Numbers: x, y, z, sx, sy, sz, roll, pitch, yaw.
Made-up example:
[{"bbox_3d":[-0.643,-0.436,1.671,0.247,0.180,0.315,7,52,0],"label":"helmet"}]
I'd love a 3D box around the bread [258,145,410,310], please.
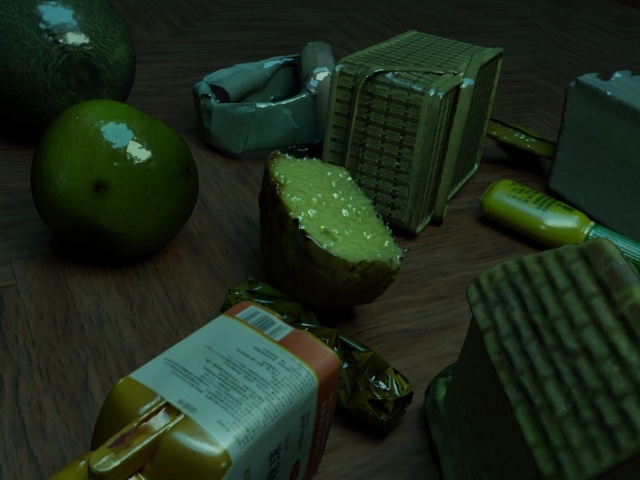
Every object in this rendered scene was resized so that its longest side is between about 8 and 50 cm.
[{"bbox_3d":[-0.004,0.004,0.780,0.129,0.134,0.260,9,31,-21],"label":"bread"}]

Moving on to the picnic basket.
[{"bbox_3d":[0.147,-0.169,1.005,0.175,0.227,0.313,20,33,22],"label":"picnic basket"}]

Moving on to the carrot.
[{"bbox_3d":[-0.009,0.108,0.677,0.229,0.068,0.069,30,38,32],"label":"carrot"}]

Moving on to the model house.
[{"bbox_3d":[0.255,0.113,0.527,0.322,0.266,0.261,-3,41,-9],"label":"model house"}]

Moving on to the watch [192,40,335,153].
[{"bbox_3d":[-0.092,-0.234,1.142,0.241,0.161,0.253,-5,30,1],"label":"watch"}]

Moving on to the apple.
[{"bbox_3d":[-0.244,-0.069,0.789,0.197,0.196,0.156,14,68,7],"label":"apple"}]

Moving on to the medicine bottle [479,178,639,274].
[{"bbox_3d":[0.358,-0.014,0.961,0.261,0.064,0.095,29,32,30],"label":"medicine bottle"}]

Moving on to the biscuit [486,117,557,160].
[{"bbox_3d":[0.344,-0.191,1.209,0.174,0.038,0.183,20,16,2],"label":"biscuit"}]

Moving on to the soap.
[{"bbox_3d":[0.613,-0.083,0.998,0.351,0.212,0.435,-8,36,-28],"label":"soap"}]

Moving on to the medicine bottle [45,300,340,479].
[{"bbox_3d":[-0.092,0.160,0.491,0.112,0.149,0.222,27,37,26],"label":"medicine bottle"}]

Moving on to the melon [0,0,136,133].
[{"bbox_3d":[-0.418,-0.289,1.036,0.238,0.237,0.302,-14,34,-33],"label":"melon"}]
